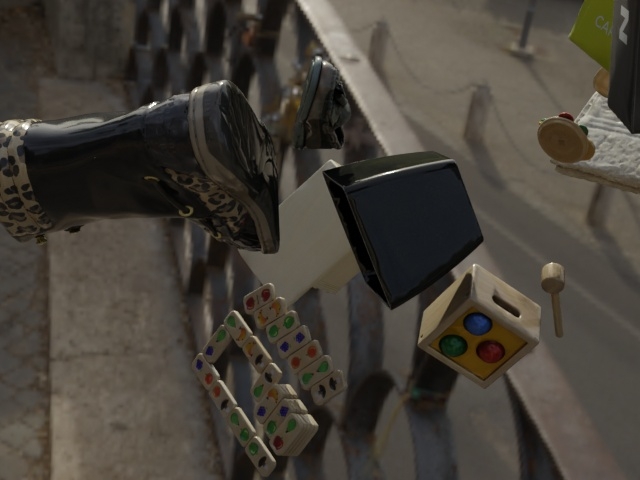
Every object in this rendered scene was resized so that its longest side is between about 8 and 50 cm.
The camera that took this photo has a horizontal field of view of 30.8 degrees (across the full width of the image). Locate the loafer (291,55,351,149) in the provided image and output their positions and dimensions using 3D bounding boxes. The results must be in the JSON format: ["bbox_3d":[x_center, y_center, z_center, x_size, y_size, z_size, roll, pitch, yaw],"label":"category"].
[{"bbox_3d":[0.011,-0.196,1.707,0.084,0.096,0.267,13,-13,-3],"label":"loafer"}]

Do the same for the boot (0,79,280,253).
[{"bbox_3d":[-0.198,-0.061,1.321,0.284,0.138,0.377,-7,-13,6],"label":"boot"}]

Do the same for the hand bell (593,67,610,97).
[{"bbox_3d":[0.504,-0.154,1.748,0.126,0.126,0.242,-1,63,-19],"label":"hand bell"}]

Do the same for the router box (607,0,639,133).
[{"bbox_3d":[0.329,-0.230,0.777,0.243,0.308,0.081,-2,22,2],"label":"router box"}]

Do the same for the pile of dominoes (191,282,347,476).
[{"bbox_3d":[-0.086,0.188,1.630,0.040,0.196,0.251,16,26,-47],"label":"pile of dominoes"}]

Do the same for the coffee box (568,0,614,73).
[{"bbox_3d":[0.591,-0.314,1.487,0.335,0.338,0.337,-1,37,-32],"label":"coffee box"}]

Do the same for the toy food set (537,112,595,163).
[{"bbox_3d":[0.355,-0.148,1.692,0.083,0.082,0.020,-2,36,44],"label":"toy food set"}]

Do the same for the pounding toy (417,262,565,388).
[{"bbox_3d":[0.276,0.120,1.684,0.181,0.206,0.094,33,37,-12],"label":"pounding toy"}]

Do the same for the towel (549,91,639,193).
[{"bbox_3d":[0.541,-0.161,1.951,0.282,0.049,0.187,23,71,45],"label":"towel"}]

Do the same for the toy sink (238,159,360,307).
[{"bbox_3d":[0.000,0.000,2.055,0.152,0.234,0.131,51,10,22],"label":"toy sink"}]

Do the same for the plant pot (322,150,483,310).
[{"bbox_3d":[0.124,-0.033,1.661,0.167,0.188,0.187,-22,13,-4],"label":"plant pot"}]
